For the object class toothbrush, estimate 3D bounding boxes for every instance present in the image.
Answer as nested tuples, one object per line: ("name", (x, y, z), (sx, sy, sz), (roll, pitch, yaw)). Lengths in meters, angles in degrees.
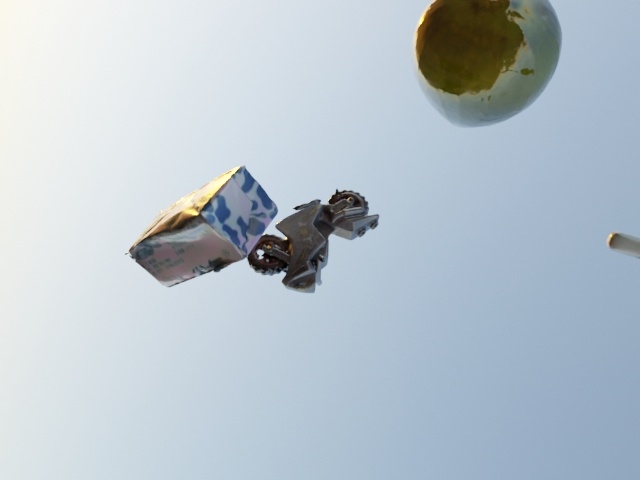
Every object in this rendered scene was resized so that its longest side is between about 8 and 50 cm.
("toothbrush", (0.394, 0.038, 0.538), (0.025, 0.276, 0.019), (-96, -158, -82))

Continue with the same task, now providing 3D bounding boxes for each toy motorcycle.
("toy motorcycle", (0.000, 0.000, 0.875), (0.122, 0.215, 0.080), (49, -25, 23))

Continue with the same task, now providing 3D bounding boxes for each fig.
("fig", (0.239, -0.268, 0.856), (0.207, 0.230, 0.207), (-4, -102, 21))

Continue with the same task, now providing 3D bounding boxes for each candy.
("candy", (-0.131, -0.010, 0.641), (0.160, 0.073, 0.092), (-20, -149, 42))
